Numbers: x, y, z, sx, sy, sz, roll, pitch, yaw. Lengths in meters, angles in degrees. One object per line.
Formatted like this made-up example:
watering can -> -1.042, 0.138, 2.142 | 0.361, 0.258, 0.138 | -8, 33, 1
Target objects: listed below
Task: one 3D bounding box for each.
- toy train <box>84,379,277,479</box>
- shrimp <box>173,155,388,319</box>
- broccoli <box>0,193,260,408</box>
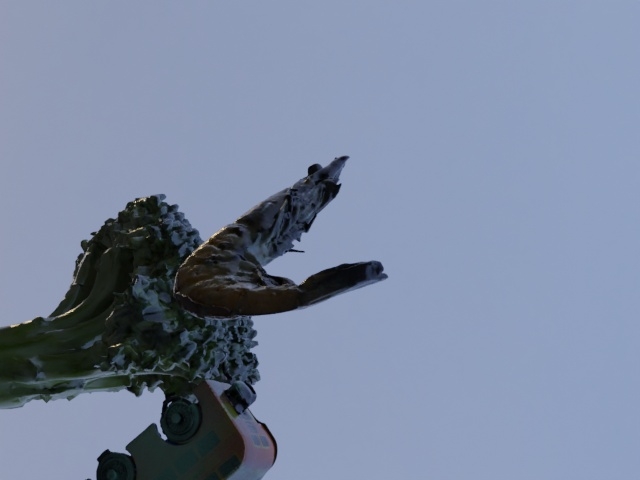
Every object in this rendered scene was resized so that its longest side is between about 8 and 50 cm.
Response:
toy train -> -0.124, 0.202, 1.534 | 0.188, 0.072, 0.099 | -40, -115, 12
shrimp -> 0.000, 0.000, 1.519 | 0.198, 0.262, 0.051 | 8, -55, 37
broccoli -> -0.263, 0.104, 1.837 | 0.397, 0.353, 0.275 | -23, -112, 13
